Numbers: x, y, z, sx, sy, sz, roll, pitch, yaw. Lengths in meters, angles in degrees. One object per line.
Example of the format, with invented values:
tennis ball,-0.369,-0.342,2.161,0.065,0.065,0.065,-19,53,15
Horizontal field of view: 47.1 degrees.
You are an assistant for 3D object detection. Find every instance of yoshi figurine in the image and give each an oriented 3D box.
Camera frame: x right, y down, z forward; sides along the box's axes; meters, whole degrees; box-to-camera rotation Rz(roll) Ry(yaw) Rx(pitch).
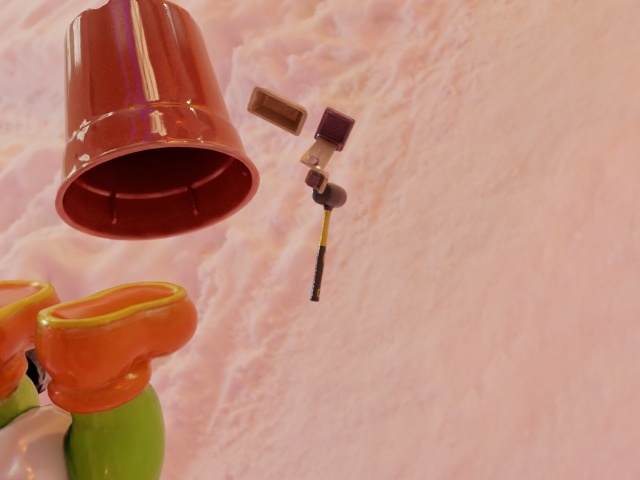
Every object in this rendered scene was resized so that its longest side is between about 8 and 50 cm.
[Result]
yoshi figurine,-0.143,0.205,0.507,0.203,0.362,0.203,-8,11,-23

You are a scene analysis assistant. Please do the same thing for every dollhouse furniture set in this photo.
dollhouse furniture set,-0.039,-0.101,0.780,0.114,0.091,0.081,27,35,3

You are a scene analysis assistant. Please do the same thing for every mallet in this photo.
mallet,0.000,0.000,1.147,0.039,0.062,0.190,7,81,28

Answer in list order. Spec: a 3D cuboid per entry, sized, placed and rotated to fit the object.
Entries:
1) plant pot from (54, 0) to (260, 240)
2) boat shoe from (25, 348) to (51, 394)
plant pot,-0.244,-0.177,1.036,0.272,0.272,0.265,-20,68,16
boat shoe,-0.269,0.113,0.668,0.049,0.056,0.152,-43,-3,-43
